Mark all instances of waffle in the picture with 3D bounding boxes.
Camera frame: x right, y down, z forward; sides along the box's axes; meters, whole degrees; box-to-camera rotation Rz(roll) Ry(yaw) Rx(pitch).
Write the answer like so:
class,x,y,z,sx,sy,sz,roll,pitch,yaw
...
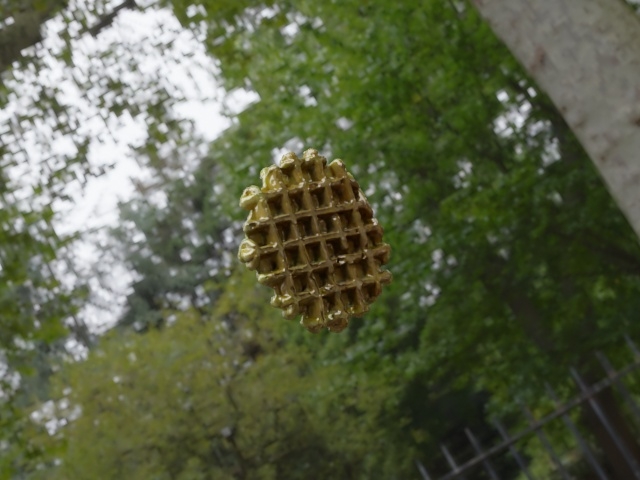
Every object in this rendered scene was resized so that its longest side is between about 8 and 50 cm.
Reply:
class,x,y,z,sx,sy,sz,roll,pitch,yaw
waffle,-0.004,0.000,1.178,0.191,0.191,0.038,-17,-4,-36
